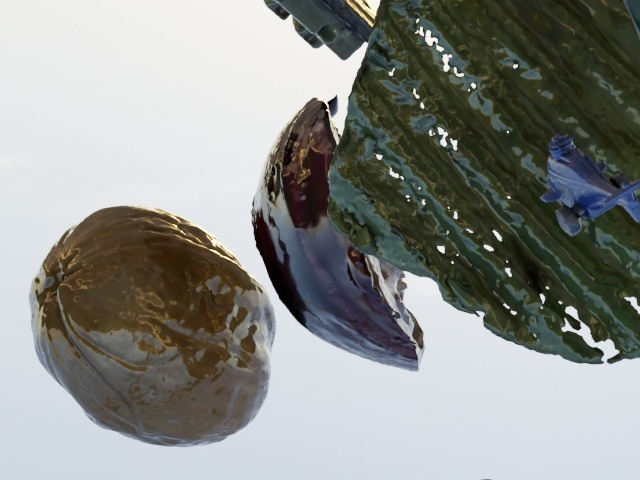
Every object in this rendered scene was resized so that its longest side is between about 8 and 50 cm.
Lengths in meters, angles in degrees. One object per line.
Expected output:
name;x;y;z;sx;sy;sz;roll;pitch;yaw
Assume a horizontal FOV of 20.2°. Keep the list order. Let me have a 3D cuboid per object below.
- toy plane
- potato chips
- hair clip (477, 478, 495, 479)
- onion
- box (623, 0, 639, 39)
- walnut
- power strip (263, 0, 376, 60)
toy plane;0.179;-0.037;1.181;0.054;0.062;0.167;-30;-165;-4
potato chips;0.215;-0.095;1.598;0.389;0.373;0.097;24;165;7
hair clip;0.095;0.385;1.915;0.321;0.138;0.091;-37;-151;8
onion;0.000;0.000;1.863;0.146;0.314;0.280;-19;169;5
box;0.232;-0.257;1.344;0.081;0.135;0.199;-24;150;15
walnut;-0.194;0.103;2.151;0.313;0.252;0.277;25;-168;-40
power strip;-0.026;-0.291;1.952;0.092;0.257;0.251;-37;-139;18
